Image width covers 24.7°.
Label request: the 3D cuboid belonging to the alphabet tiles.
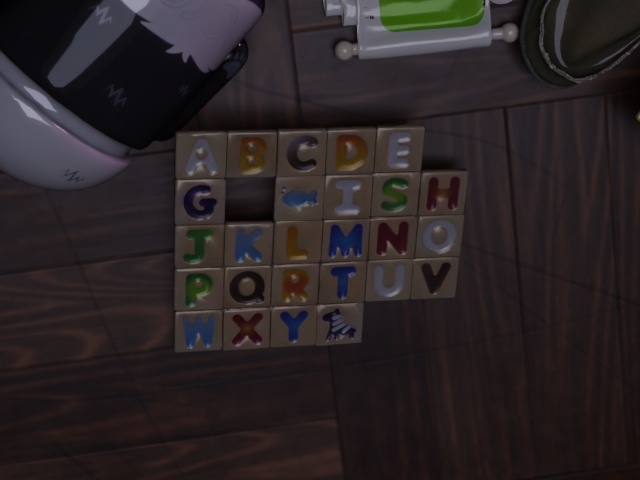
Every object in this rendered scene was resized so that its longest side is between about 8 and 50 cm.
[{"bbox_3d":[0.000,0.000,1.180,0.237,0.009,0.198,-2,118,-10],"label":"alphabet tiles"}]

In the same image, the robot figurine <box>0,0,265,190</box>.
[{"bbox_3d":[-0.155,-0.167,1.066,0.209,0.173,0.278,41,98,-11],"label":"robot figurine"}]

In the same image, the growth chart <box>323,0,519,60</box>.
[{"bbox_3d":[0.065,-0.254,1.138,0.172,0.021,0.237,-15,106,-2],"label":"growth chart"}]

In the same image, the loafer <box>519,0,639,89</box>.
[{"bbox_3d":[0.254,-0.219,1.127,0.094,0.087,0.251,39,98,-13],"label":"loafer"}]

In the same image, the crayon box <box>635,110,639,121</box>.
[{"bbox_3d":[0.410,-0.173,1.157,0.202,0.081,0.318,36,99,-13],"label":"crayon box"}]
